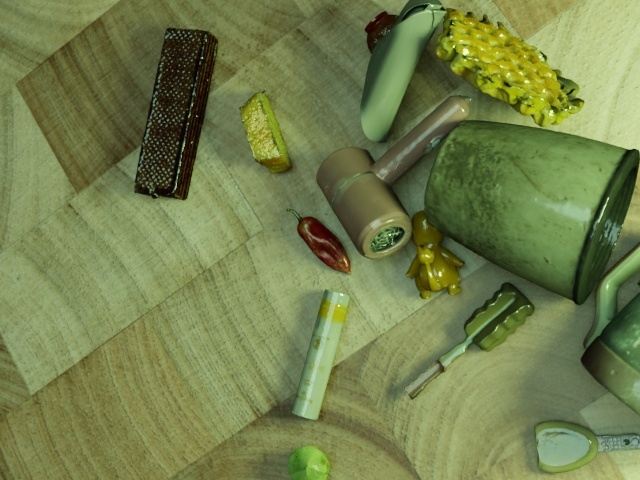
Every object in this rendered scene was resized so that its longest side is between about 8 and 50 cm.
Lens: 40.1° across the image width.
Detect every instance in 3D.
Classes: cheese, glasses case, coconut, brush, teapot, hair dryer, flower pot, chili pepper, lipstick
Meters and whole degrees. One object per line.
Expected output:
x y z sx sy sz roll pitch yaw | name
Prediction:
0.499 0.382 1.643 0.192 0.037 0.097 -8 82 14 | cheese
0.143 -0.350 1.731 0.083 0.128 0.308 11 126 -17 | glasses case
-0.023 0.454 1.756 0.087 0.096 0.088 0 77 0 | coconut
0.284 0.206 1.716 0.301 0.071 0.084 -43 62 7 | brush
0.620 0.139 1.541 0.312 0.233 0.315 -53 43 11 | teapot
0.167 -0.148 1.709 0.352 0.125 0.210 -43 53 19 | hair dryer
0.383 -0.076 1.622 0.330 0.293 0.294 23 90 25 | flower pot
0.001 -0.001 1.833 0.059 0.050 0.191 -43 86 4 | chili pepper
0.001 0.233 1.796 0.059 0.059 0.264 14 86 17 | lipstick

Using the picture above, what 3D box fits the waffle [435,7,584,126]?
0.357 -0.323 1.662 0.329 0.329 0.062 47 126 17 | waffle

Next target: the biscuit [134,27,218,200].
-0.320 -0.278 1.952 0.107 0.073 0.389 9 85 19 | biscuit

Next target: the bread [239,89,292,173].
-0.119 -0.234 1.871 0.065 0.103 0.188 -20 82 15 | bread

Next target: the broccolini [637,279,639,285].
0.691 0.090 1.614 0.201 0.058 0.074 3 77 16 | broccolini

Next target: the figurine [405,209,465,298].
0.213 0.025 1.729 0.121 0.122 0.176 -13 80 17 | figurine

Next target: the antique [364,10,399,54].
0.144 -0.419 1.822 0.104 0.104 0.104 -2 82 16 | antique
